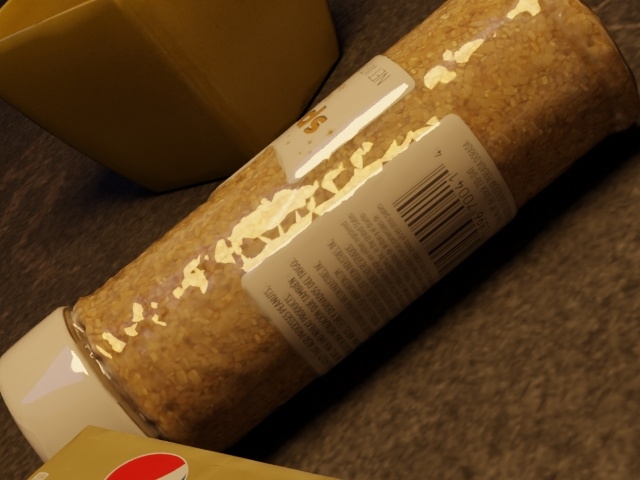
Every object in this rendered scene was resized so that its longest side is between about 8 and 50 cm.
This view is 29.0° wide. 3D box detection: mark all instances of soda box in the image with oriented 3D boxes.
[{"bbox_3d":[-0.047,0.132,0.532,0.181,0.061,0.058,4,31,36],"label":"soda box"}]

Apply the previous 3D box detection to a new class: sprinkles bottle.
[{"bbox_3d":[0.000,0.000,0.665,0.355,0.121,0.121,-39,27,-1],"label":"sprinkles bottle"}]

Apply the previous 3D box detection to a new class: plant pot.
[{"bbox_3d":[-0.111,-0.160,0.971,0.212,0.187,0.212,-10,40,43],"label":"plant pot"}]
